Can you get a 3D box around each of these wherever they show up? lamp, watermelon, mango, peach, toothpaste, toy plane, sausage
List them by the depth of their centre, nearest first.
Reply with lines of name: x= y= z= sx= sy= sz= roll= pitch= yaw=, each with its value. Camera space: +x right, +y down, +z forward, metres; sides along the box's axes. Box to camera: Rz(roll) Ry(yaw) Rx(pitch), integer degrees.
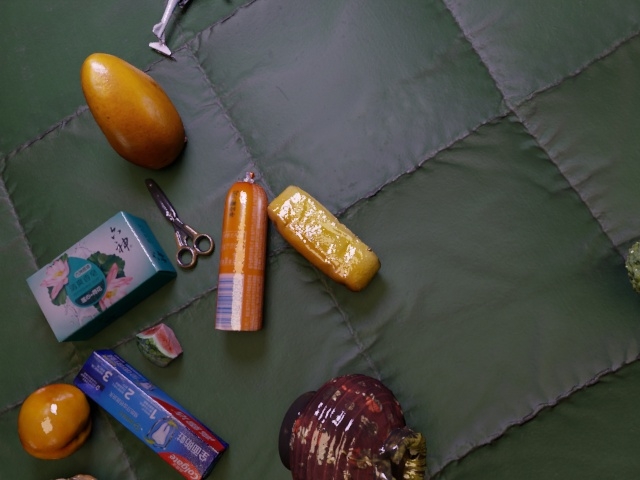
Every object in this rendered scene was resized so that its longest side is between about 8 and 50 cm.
lamp: x=0.054 y=0.343 z=0.835 sx=0.246 sy=0.247 sz=0.247 roll=-1 pitch=81 yaw=9
peach: x=-0.502 y=0.348 z=0.965 sx=0.138 sy=0.138 sz=0.138 roll=-1 pitch=81 yaw=9
mango: x=-0.363 y=-0.250 z=0.979 sx=0.137 sy=0.257 sz=0.188 roll=-6 pitch=80 yaw=8
toothpaste: x=-0.329 y=0.334 z=0.979 sx=0.320 sy=0.066 sz=0.076 roll=34 pitch=87 yaw=12
sausage: x=-0.150 y=0.017 z=0.990 sx=0.092 sy=0.093 sz=0.313 roll=0 pitch=81 yaw=9
watermelon: x=-0.320 y=0.213 z=1.008 sx=0.092 sy=0.072 sz=0.085 roll=-24 pitch=89 yaw=43
toy plane: x=-0.313 y=-0.554 z=1.101 sx=0.182 sy=0.107 sz=0.273 roll=44 pitch=94 yaw=18

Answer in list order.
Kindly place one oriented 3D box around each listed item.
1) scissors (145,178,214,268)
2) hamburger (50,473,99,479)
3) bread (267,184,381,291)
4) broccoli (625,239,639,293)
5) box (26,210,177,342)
scissors: x=-0.307 y=-0.045 z=1.062 sx=0.088 sy=0.017 sz=0.220 roll=-37 pitch=77 yaw=2
hamburger: x=-0.480 y=0.575 z=0.926 sx=0.259 sy=0.144 sz=0.283 roll=40 pitch=83 yaw=15
bread: x=0.000 y=0.000 z=0.966 sx=0.245 sy=0.102 sz=0.094 roll=41 pitch=82 yaw=11
broccoli: x=0.646 y=0.103 z=0.817 sx=0.254 sy=0.186 sz=0.302 roll=-19 pitch=75 yaw=-36
box: x=-0.439 y=0.075 z=1.024 sx=0.244 sy=0.092 sz=0.153 roll=-36 pitch=77 yaw=2
